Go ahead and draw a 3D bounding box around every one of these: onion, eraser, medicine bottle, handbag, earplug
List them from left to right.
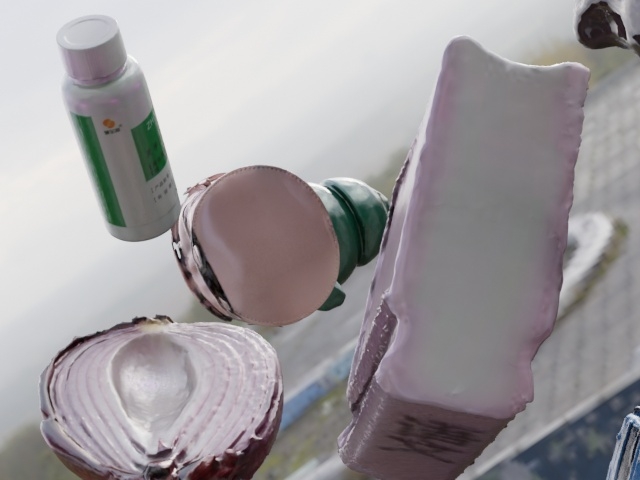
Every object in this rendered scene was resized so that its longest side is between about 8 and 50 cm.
[{"bbox_3d":[-0.221,-0.120,1.712,0.095,0.260,0.095,-7,42,6],"label":"medicine bottle"},{"bbox_3d":[-0.145,0.187,1.452,0.227,0.120,0.283,-3,28,-1],"label":"onion"},{"bbox_3d":[-0.080,0.007,1.894,0.179,0.205,0.116,-26,0,-11],"label":"handbag"},{"bbox_3d":[0.000,-0.006,2.157,0.280,0.164,0.257,-27,6,-31],"label":"earplug"},{"bbox_3d":[0.101,0.037,1.240,0.359,0.122,0.272,105,177,-74],"label":"eraser"}]

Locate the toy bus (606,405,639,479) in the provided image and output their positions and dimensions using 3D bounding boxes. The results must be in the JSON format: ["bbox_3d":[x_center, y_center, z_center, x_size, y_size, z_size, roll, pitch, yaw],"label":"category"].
[{"bbox_3d":[0.328,0.203,1.183,0.133,0.234,0.116,-148,69,-74],"label":"toy bus"}]

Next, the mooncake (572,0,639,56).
[{"bbox_3d":[0.462,-0.301,1.879,0.212,0.381,0.350,-18,-47,-27],"label":"mooncake"}]
